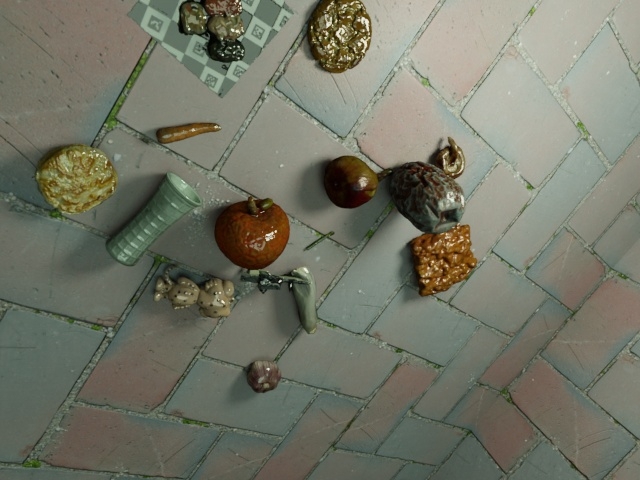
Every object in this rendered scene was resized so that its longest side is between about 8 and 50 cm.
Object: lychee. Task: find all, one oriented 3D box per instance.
[{"bbox_3d":[-0.222,-0.031,1.415,0.255,0.255,0.300,-10,124,-20],"label":"lychee"}]

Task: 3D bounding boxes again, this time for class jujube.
[{"bbox_3d":[0.380,-0.163,1.573,0.225,0.317,0.226,-12,129,-15],"label":"jujube"}]

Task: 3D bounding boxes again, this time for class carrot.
[{"bbox_3d":[-0.392,-0.325,1.289,0.191,0.047,0.047,-17,123,-20],"label":"carrot"}]

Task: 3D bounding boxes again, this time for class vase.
[{"bbox_3d":[-0.517,-0.058,1.329,0.299,0.143,0.143,-42,126,6],"label":"vase"}]

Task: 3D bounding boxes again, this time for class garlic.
[{"bbox_3d":[-0.237,0.583,1.829,0.147,0.102,0.159,-11,122,-20],"label":"garlic"}]

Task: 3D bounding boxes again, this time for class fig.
[{"bbox_3d":[0.158,-0.220,1.522,0.290,0.191,0.191,-16,123,-15],"label":"fig"}]

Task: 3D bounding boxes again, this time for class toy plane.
[{"bbox_3d":[-0.163,0.152,1.578,0.261,0.088,0.192,14,154,0],"label":"toy plane"}]

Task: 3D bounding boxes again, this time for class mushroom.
[{"bbox_3d":[-0.059,0.239,1.713,0.097,0.109,0.352,-15,123,-14],"label":"mushroom"},{"bbox_3d":[0.503,-0.320,1.682,0.135,0.080,0.171,-24,125,-26],"label":"mushroom"}]

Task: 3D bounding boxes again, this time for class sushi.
[{"bbox_3d":[-0.274,-0.608,1.167,0.339,0.069,0.320,-47,126,5],"label":"sushi"}]

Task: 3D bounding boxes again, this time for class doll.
[{"bbox_3d":[-0.439,0.188,1.519,0.277,0.119,0.154,21,106,-22],"label":"doll"}]

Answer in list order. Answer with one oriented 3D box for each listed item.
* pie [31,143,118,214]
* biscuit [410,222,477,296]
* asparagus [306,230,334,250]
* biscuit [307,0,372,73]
[{"bbox_3d":[-0.683,-0.176,1.210,0.205,0.084,0.179,-34,127,-6],"label":"pie"},{"bbox_3d":[0.546,0.080,1.906,0.318,0.110,0.312,-25,123,-10],"label":"biscuit"},{"bbox_3d":[0.000,0.000,1.666,0.127,0.015,0.018,-32,135,-5],"label":"asparagus"},{"bbox_3d":[0.063,-0.632,1.327,0.225,0.042,0.226,-12,122,-19],"label":"biscuit"}]
